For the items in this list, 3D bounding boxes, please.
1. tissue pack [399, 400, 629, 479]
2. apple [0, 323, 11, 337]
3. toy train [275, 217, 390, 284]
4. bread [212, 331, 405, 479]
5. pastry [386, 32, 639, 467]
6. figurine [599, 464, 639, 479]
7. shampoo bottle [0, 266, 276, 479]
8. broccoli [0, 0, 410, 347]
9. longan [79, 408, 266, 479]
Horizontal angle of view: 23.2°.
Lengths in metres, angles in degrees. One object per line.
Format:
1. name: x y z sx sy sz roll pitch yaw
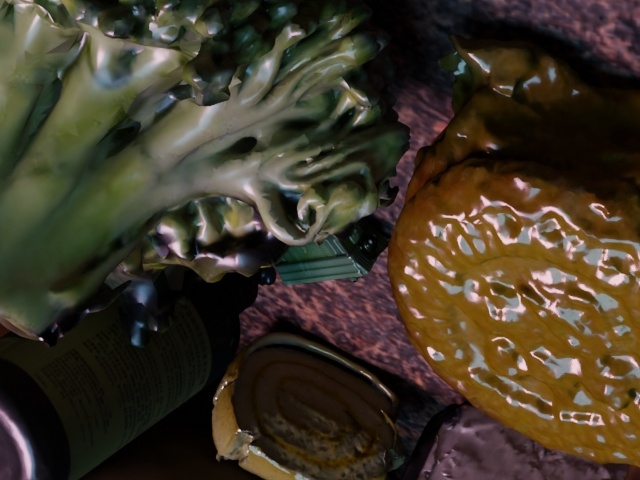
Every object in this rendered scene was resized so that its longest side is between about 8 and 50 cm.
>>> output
1. tissue pack: 0.150 0.319 1.254 0.198 0.210 0.370 14 146 16
2. apple: -0.344 0.088 1.148 0.391 0.391 0.346 22 159 12
3. toy train: 0.000 0.000 1.083 0.093 0.038 0.056 -8 127 44
4. bread: -0.007 0.142 1.208 0.156 0.117 0.064 29 146 1
5. pastry: 0.153 0.022 0.902 0.240 0.132 0.235 21 148 11
6. figurine: 0.206 0.200 0.978 0.173 0.247 0.177 30 150 -25
7. shampoo bottle: -0.125 0.071 1.028 0.101 0.284 0.101 17 121 30
8. broccoli: -0.125 -0.096 0.887 0.334 0.272 0.324 45 -175 -36
9. longan: -0.123 0.293 1.316 0.361 0.361 0.361 20 147 14
